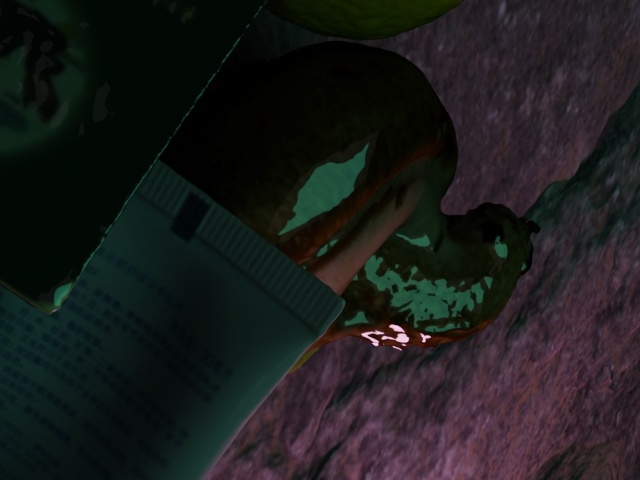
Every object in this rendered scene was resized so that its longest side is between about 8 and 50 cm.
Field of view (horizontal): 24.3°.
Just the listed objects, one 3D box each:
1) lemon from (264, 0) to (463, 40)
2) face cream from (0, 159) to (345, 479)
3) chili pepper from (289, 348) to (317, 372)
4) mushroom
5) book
[{"bbox_3d":[0.029,-0.256,1.028,0.228,0.228,0.253,-42,133,-28],"label":"lemon"},{"bbox_3d":[-0.193,0.134,1.001,0.420,0.235,0.137,-55,174,17],"label":"face cream"},{"bbox_3d":[-0.039,0.101,1.349,0.208,0.043,0.049,-39,152,-30],"label":"chili pepper"},{"bbox_3d":[0.000,0.000,1.118,0.345,0.259,0.345,-44,168,-12],"label":"mushroom"},{"bbox_3d":[-0.155,-0.178,0.852,0.260,0.043,0.371,37,87,-14],"label":"book"}]
